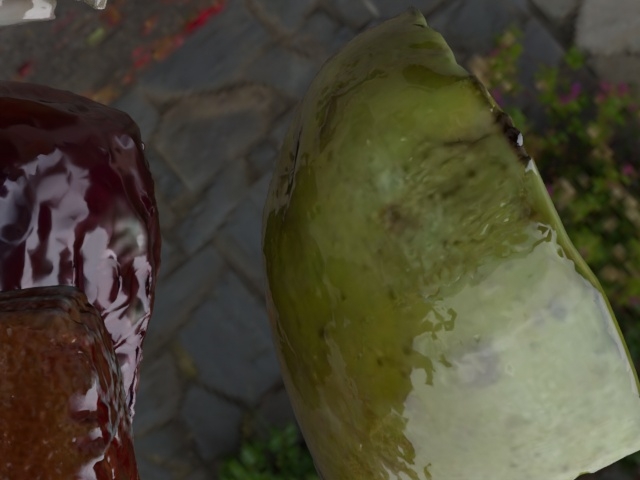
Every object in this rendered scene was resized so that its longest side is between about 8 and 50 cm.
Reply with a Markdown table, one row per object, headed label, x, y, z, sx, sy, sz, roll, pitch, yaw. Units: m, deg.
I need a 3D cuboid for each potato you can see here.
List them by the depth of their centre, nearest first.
| label | x | y | z | sx | sy | sz | roll | pitch | yaw |
| --- | --- | --- | --- | --- | --- | --- | --- | --- | --- |
| potato | 0.042 | 0.018 | 0.999 | 0.212 | 0.280 | 0.330 | -28 | -170 | 1 |

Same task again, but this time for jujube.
| label | x | y | z | sx | sy | sz | roll | pitch | yaw |
| --- | --- | --- | --- | --- | --- | --- | --- | --- | --- |
| jujube | -0.246 | 0.066 | 1.108 | 0.258 | 0.258 | 0.377 | -26 | 133 | -62 |

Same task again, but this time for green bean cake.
| label | x | y | z | sx | sy | sz | roll | pitch | yaw |
| --- | --- | --- | --- | --- | --- | --- | --- | --- | --- |
| green bean cake | -0.151 | 0.146 | 0.859 | 0.097 | 0.233 | 0.198 | -8 | -175 | -1 |

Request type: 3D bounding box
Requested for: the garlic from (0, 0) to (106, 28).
| label | x | y | z | sx | sy | sz | roll | pitch | yaw |
| --- | --- | --- | --- | --- | --- | --- | --- | --- | --- |
| garlic | -0.288 | -0.262 | 1.053 | 0.325 | 0.279 | 0.132 | 9 | 136 | -19 |
